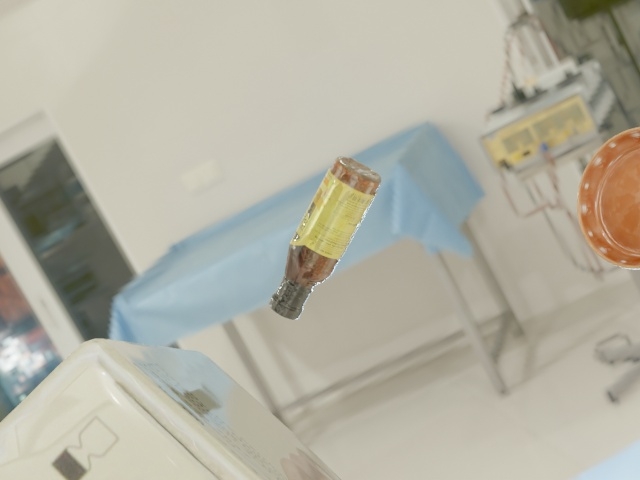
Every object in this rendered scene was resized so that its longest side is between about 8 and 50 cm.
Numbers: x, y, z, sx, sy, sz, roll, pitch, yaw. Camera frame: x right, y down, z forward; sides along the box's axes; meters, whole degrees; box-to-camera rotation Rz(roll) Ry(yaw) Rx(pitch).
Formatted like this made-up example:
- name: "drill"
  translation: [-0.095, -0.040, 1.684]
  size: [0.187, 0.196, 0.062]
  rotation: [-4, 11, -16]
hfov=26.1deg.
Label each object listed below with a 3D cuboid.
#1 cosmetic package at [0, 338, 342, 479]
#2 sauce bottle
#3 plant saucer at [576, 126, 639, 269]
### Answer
- name: "cosmetic package"
  translation: [-0.059, 0.128, 0.466]
  size: [0.153, 0.129, 0.296]
  rotation: [-47, -3, -3]
- name: "sauce bottle"
  translation: [0.000, 0.000, 1.026]
  size: [0.128, 0.042, 0.042]
  rotation: [-61, 2, 15]
- name: "plant saucer"
  translation: [0.188, -0.024, 0.804]
  size: [0.083, 0.084, 0.013]
  rotation: [-20, -20, 39]
